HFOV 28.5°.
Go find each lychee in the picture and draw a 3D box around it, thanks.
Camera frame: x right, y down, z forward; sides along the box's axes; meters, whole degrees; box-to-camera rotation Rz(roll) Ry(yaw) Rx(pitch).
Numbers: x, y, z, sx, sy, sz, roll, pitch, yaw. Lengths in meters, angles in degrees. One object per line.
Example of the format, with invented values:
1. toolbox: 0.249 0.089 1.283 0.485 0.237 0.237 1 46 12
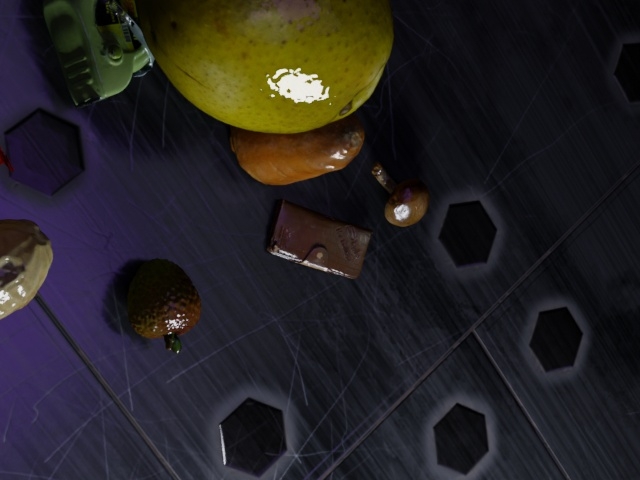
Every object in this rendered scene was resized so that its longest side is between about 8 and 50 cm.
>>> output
1. lychee: -0.233 0.098 1.888 0.114 0.114 0.146 -3 73 -30

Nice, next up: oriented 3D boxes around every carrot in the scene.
1. carrot: -0.021 -0.161 1.955 0.159 0.225 0.159 -3 96 -33

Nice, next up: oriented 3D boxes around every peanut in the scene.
1. peanut: -0.489 0.079 1.733 0.290 0.130 0.130 -43 109 -21

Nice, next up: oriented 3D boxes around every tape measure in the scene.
1. tape measure: -0.322 -0.310 1.845 0.175 0.106 0.200 -30 101 -47

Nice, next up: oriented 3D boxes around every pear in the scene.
1. pear: -0.085 -0.343 1.786 0.418 0.362 0.362 42 68 -3

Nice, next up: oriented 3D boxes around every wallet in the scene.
1. wallet: 0.000 0.000 2.071 0.176 0.026 0.095 20 82 -27

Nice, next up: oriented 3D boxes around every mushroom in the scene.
1. mushroom: 0.132 -0.077 2.123 0.088 0.073 0.129 -44 110 4

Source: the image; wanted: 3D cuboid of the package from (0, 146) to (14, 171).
1. package: -0.608 -0.049 1.628 0.423 0.196 0.123 -31 103 -28
